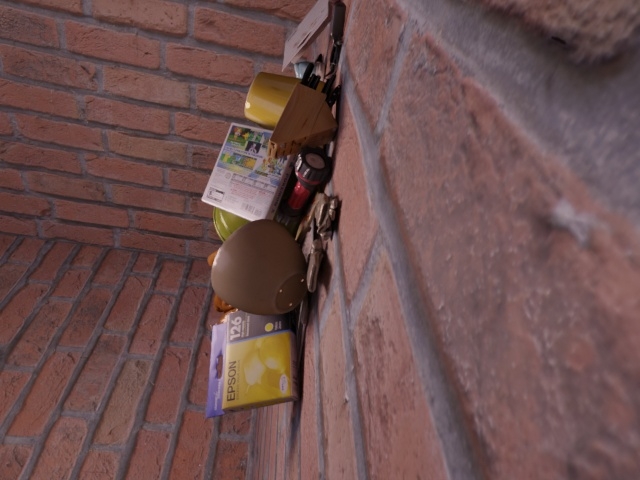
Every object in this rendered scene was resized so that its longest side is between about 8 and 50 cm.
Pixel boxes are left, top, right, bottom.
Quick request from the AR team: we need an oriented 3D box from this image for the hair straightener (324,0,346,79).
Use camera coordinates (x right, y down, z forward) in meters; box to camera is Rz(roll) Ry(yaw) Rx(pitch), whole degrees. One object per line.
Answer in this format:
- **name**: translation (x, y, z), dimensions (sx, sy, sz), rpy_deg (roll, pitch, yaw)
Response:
- **hair straightener**: translation (0.043, -0.628, 1.342), dimensions (0.089, 0.047, 0.231), rpy_deg (-95, 16, -57)

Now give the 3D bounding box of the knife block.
- **knife block**: translation (-0.062, -0.387, 1.218), dimensions (0.242, 0.275, 0.088), rpy_deg (65, 162, 13)

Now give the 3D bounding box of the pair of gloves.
- **pair of gloves**: translation (0.000, 0.000, 1.082), dimensions (0.204, 0.042, 0.241), rpy_deg (-121, 42, -81)

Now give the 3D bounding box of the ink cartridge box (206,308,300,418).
- **ink cartridge box**: translation (-0.217, 0.351, 1.275), dimensions (0.072, 0.306, 0.304), rpy_deg (60, -161, -52)

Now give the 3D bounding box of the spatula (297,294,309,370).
- **spatula**: translation (-0.063, 0.271, 1.310), dimensions (0.168, 0.019, 0.243), rpy_deg (-130, 49, -77)

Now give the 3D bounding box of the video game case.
- **video game case**: translation (-0.235, -0.227, 1.396), dimensions (0.328, 0.036, 0.300), rpy_deg (22, 90, 36)

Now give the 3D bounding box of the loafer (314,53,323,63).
- **loafer**: translation (-0.010, -0.767, 1.829), dimensions (0.039, 0.045, 0.125), rpy_deg (119, 161, -49)

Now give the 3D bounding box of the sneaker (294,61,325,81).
- **sneaker**: translation (-0.085, -0.624, 1.829), dimensions (0.366, 0.149, 0.135), rpy_deg (111, 165, -55)

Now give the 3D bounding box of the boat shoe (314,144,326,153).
- **boat shoe**: translation (-0.020, -0.315, 1.382), dimensions (0.068, 0.072, 0.190), rpy_deg (116, 160, -64)

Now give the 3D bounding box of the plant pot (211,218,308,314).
- **plant pot**: translation (-0.143, 0.106, 1.219), dimensions (0.190, 0.283, 0.285), rpy_deg (32, 122, 36)

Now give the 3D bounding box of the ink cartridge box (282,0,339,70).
- **ink cartridge box**: translation (-0.037, -0.776, 1.582), dimensions (0.275, 0.060, 0.239), rpy_deg (-36, 39, 37)

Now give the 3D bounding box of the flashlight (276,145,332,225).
- **flashlight**: translation (-0.064, -0.153, 1.293), dimensions (0.304, 0.103, 0.103), rpy_deg (126, 160, -51)

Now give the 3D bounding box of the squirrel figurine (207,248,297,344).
- **squirrel figurine**: translation (-0.262, 0.223, 1.513), dimensions (0.396, 0.280, 0.371), rpy_deg (-24, 46, 49)

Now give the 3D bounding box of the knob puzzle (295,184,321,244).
- **knob puzzle**: translation (-0.034, -0.065, 1.322), dimensions (0.213, 0.029, 0.213), rpy_deg (-158, 90, -79)

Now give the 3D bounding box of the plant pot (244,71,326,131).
- **plant pot**: translation (-0.123, -0.466, 1.470), dimensions (0.254, 0.238, 0.254), rpy_deg (-158, 90, -89)

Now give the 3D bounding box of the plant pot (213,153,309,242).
- **plant pot**: translation (-0.191, -0.164, 1.602), dimensions (0.353, 0.365, 0.367), rpy_deg (130, 149, -52)
